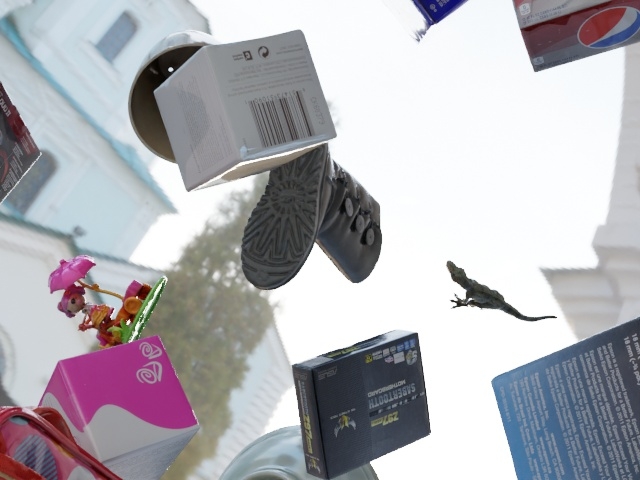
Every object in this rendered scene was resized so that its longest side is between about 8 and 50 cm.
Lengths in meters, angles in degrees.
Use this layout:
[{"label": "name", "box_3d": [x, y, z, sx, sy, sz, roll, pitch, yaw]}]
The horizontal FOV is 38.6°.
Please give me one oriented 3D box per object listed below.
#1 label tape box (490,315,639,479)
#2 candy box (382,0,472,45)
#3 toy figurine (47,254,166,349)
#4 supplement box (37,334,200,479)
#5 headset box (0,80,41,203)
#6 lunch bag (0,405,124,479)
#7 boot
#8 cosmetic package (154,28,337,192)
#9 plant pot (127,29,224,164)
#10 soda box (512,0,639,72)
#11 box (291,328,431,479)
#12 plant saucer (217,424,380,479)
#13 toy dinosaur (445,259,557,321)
[{"label": "label tape box", "box_3d": [0.358, 0.206, 0.948, 0.106, 0.240, 0.334, 10, -31, -40]}, {"label": "candy box", "box_3d": [0.234, -0.420, 1.245, 0.122, 0.317, 0.268, 52, 5, -4]}, {"label": "toy figurine", "box_3d": [-0.345, 0.095, 1.408, 0.159, 0.130, 0.173, 27, -63, -2]}, {"label": "supplement box", "box_3d": [-0.225, 0.205, 0.944, 0.111, 0.114, 0.220, 62, -37, 21]}, {"label": "headset box", "box_3d": [-0.632, -0.148, 1.606, 0.110, 0.293, 0.218, 24, -25, 17]}, {"label": "lunch bag", "box_3d": [-0.234, 0.258, 0.719, 0.120, 0.258, 0.293, -8, -35, 14]}, {"label": "boot", "box_3d": [0.001, -0.002, 2.003, 0.146, 0.367, 0.445, 12, -17, 22]}, {"label": "cosmetic package", "box_3d": [-0.102, -0.168, 1.207, 0.184, 0.151, 0.151, -18, -90, 58]}, {"label": "plant pot", "box_3d": [-0.265, -0.328, 1.884, 0.257, 0.274, 0.256, -5, -58, -8]}, {"label": "soda box", "box_3d": [0.330, -0.262, 0.928, 0.263, 0.083, 0.092, -15, -28, 16]}, {"label": "box", "box_3d": [0.071, 0.260, 1.478, 0.059, 0.233, 0.183, 4, -77, 53]}, {"label": "plant saucer", "box_3d": [-0.075, 0.502, 1.549, 0.401, 0.400, 0.100, 4, -19, 38]}, {"label": "toy dinosaur", "box_3d": [0.338, 0.121, 1.852, 0.268, 0.064, 0.118, 25, -18, -21]}]
